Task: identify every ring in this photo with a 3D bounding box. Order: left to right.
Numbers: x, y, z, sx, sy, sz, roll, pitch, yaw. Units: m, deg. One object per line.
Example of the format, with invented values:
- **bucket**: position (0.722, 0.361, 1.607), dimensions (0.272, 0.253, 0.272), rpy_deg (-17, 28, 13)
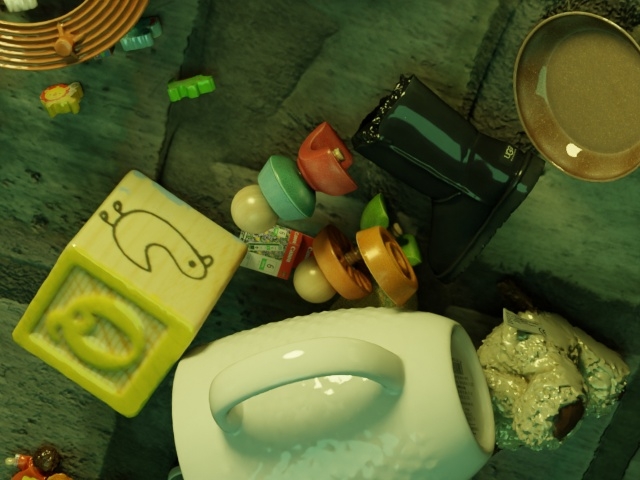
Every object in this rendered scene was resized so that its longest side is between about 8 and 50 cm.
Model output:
- **ring**: position (-0.342, -0.333, 1.737), dimensions (0.336, 0.032, 0.336), rpy_deg (4, 123, 6)

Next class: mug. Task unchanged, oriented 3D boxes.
- **mug**: position (0.011, 0.200, 1.858), dimensions (0.328, 0.276, 0.374), rpy_deg (-16, 153, 17)

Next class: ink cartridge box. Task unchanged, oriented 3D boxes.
- **ink cartridge box**: position (-0.051, 0.016, 2.040), dimensions (0.115, 0.029, 0.063), rpy_deg (18, 128, -4)

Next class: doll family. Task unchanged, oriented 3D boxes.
- **doll family**: position (-0.361, 0.413, 2.342), dimensions (0.263, 0.118, 0.163), rpy_deg (33, 125, -16)

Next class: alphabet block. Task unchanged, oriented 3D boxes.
- **alphabet block**: position (-0.237, 0.065, 1.984), dimensions (0.192, 0.197, 0.193), rpy_deg (33, 125, -3)

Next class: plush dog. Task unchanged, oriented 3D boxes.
- **plush dog**: position (0.239, 0.196, 2.039), dimensions (0.210, 0.262, 0.225), rpy_deg (47, 116, 14)

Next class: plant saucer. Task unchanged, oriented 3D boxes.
- **plant saucer**: position (0.307, -0.165, 1.789), dimensions (0.198, 0.036, 0.198), rpy_deg (22, 124, 37)

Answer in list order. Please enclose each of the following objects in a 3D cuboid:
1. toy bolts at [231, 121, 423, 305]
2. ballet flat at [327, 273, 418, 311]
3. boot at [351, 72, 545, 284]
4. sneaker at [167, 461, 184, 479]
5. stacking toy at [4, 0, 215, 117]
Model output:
- **toy bolts**: position (0.000, 0.000, 1.912), dimensions (0.158, 0.218, 0.228), rpy_deg (-32, 110, 14)
- **ballet flat**: position (0.020, 0.186, 2.107), dimensions (0.123, 0.123, 0.348), rpy_deg (29, 126, -14)
- **boot**: position (0.129, -0.075, 1.904), dimensions (0.207, 0.094, 0.246), rpy_deg (32, 141, -2)
- **sneaker**: position (-0.152, 0.476, 2.319), dimensions (0.124, 0.178, 0.295), rpy_deg (-17, 123, 21)
- **stacking toy**: position (-0.249, -0.238, 1.866), dimensions (0.221, 0.052, 0.167), rpy_deg (-7, 128, 12)
